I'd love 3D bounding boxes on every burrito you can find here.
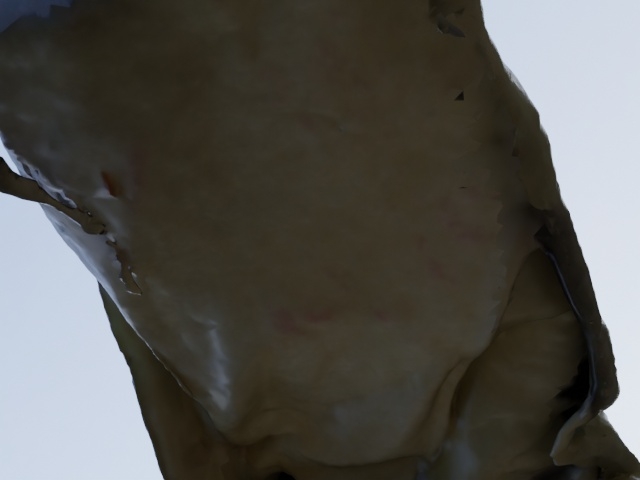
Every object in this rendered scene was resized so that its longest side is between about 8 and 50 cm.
[{"bbox_3d":[-0.003,0.000,0.709,0.190,0.135,0.332,-20,-59,8],"label":"burrito"}]
